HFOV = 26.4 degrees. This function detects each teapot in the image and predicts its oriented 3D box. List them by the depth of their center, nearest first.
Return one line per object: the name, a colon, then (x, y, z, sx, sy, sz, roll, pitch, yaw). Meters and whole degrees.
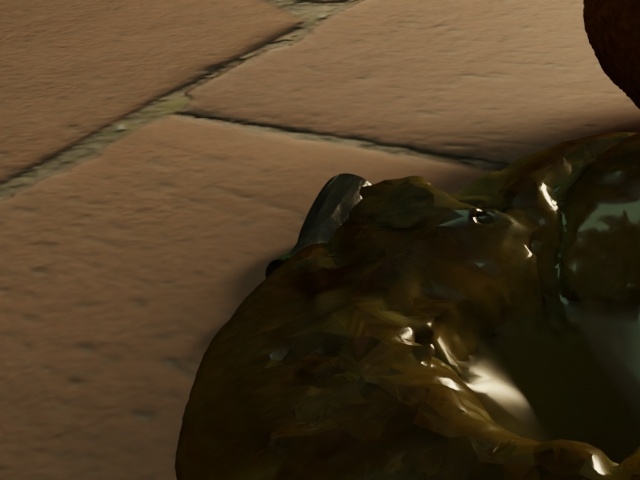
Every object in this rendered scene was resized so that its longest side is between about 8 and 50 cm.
teapot: (0.000, 0.000, 0.825, 0.043, 0.042, 0.110, 7, 30, 22)

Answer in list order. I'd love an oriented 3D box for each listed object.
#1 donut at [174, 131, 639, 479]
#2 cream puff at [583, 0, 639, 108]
donut: (0.135, 0.084, 0.480, 0.360, 0.170, 0.360, -8, 27, 4)
cream puff: (0.327, -0.175, 0.937, 0.303, 0.212, 0.303, -30, 4, 2)
